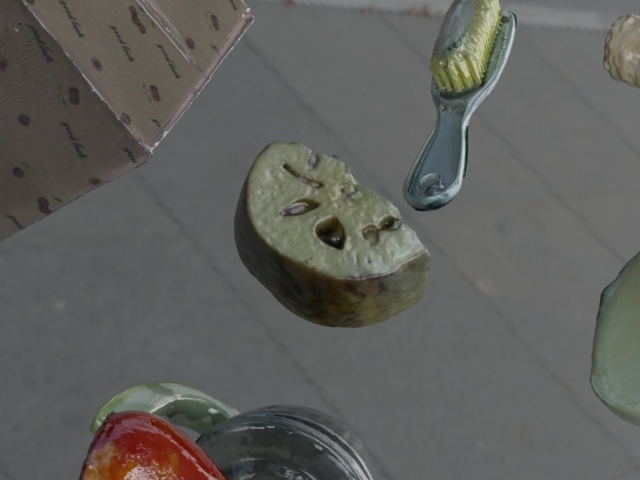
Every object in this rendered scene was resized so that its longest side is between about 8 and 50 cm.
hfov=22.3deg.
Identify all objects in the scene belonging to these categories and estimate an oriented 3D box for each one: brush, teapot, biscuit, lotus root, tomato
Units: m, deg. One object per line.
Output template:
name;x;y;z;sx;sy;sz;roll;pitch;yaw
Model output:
brush;0.114;-0.137;1.384;0.297;0.068;0.060;-70;144;-47
teapot;-0.077;0.286;1.803;0.321;0.239;0.239;3;9;11
biscuit;0.318;-0.120;1.209;0.219;0.055;0.061;19;50;23
lotus root;0.000;0.000;1.754;0.235;0.138;0.119;36;-20;14
tomato;-0.137;0.267;1.405;0.139;0.233;0.200;3;-1;9

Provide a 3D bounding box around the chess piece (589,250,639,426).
chess piece;0.350;0.123;1.053;0.330;0.182;0.182;38;25;-18

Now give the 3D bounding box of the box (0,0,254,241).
box;-0.236;-0.126;1.175;0.190;0.297;0.225;50;35;-17
